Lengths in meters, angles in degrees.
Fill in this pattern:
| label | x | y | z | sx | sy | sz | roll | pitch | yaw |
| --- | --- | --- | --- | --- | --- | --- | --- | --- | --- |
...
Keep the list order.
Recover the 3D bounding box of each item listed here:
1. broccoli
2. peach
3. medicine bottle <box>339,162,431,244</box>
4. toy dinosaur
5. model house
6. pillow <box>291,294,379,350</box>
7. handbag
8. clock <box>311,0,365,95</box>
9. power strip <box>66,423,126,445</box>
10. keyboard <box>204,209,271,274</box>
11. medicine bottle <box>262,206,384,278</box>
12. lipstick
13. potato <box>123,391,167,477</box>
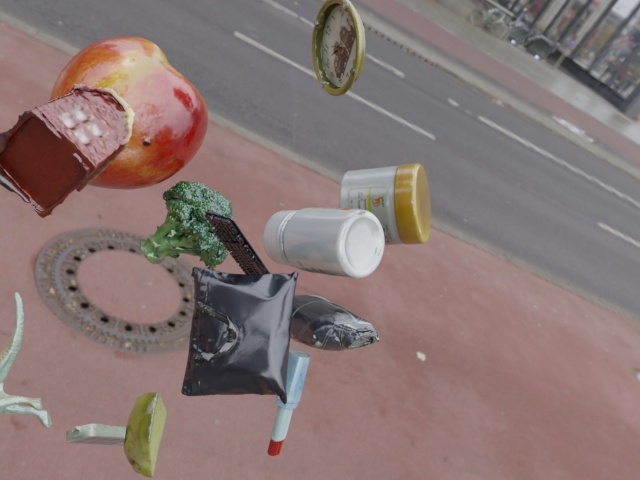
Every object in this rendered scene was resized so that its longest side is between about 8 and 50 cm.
| label | x | y | z | sx | sy | sz | roll | pitch | yaw |
| --- | --- | --- | --- | --- | --- | --- | --- | --- | --- |
| broccoli | -0.358 | -0.027 | 1.611 | 0.270 | 0.270 | 0.270 | 57 | -3 | 5 |
| peach | -0.479 | -0.297 | 1.449 | 0.388 | 0.388 | 0.388 | 24 | 29 | -15 |
| medicine bottle | 0.197 | -0.102 | 1.759 | 0.232 | 0.238 | 0.238 | -4 | 19 | 21 |
| toy dinosaur | -0.606 | 0.293 | 1.092 | 0.205 | 0.393 | 0.092 | 11 | 13 | -19 |
| model house | -0.493 | -0.193 | 1.171 | 0.160 | 0.196 | 0.254 | 49 | 31 | -13 |
| pillow | 0.004 | 0.192 | 1.394 | 0.161 | 0.092 | 0.335 | -9 | 11 | -27 |
| handbag | -0.158 | 0.178 | 1.135 | 0.211 | 0.254 | 0.089 | 4 | -9 | 2 |
| clock | 0.052 | -0.474 | 1.439 | 0.057 | 0.237 | 0.237 | -11 | 47 | -27 |
| power strip | -0.489 | 0.453 | 1.358 | 0.227 | 0.080 | 0.029 | 43 | 31 | -60 |
| keyboard | -0.154 | 0.022 | 1.155 | 0.072 | 0.231 | 0.023 | 19 | 64 | 31 |
| medicine bottle | 0.000 | 0.000 | 1.238 | 0.252 | 0.144 | 0.144 | 5 | 4 | 44 |
| lipstick | -0.088 | 0.420 | 1.509 | 0.061 | 0.274 | 0.068 | 16 | 5 | 26 |
| potato | -0.382 | 0.403 | 1.235 | 0.081 | 0.120 | 0.149 | 3 | 50 | 1 |
